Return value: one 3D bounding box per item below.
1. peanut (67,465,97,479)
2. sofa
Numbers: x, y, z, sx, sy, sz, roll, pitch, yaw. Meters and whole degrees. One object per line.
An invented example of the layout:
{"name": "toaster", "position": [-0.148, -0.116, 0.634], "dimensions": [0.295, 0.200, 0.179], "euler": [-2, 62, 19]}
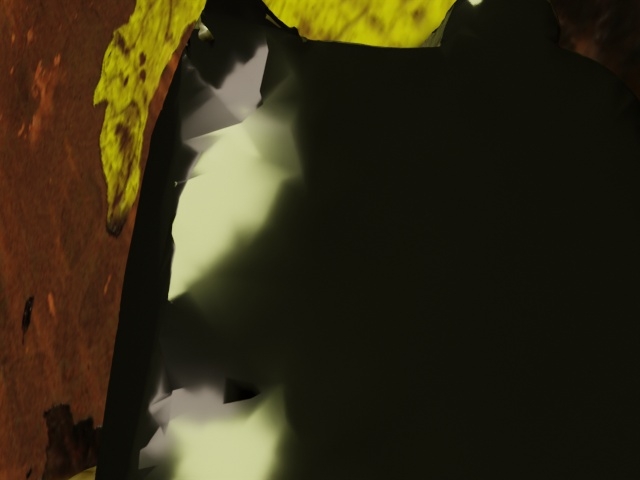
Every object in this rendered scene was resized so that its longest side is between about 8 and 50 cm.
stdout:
{"name": "peanut", "position": [-0.071, 0.141, 0.710], "dimensions": [0.193, 0.089, 0.089], "euler": [-16, 63, 57]}
{"name": "sofa", "position": [0.018, 0.053, 0.561], "dimensions": [0.200, 0.182, 0.258], "euler": [133, 145, -70]}
